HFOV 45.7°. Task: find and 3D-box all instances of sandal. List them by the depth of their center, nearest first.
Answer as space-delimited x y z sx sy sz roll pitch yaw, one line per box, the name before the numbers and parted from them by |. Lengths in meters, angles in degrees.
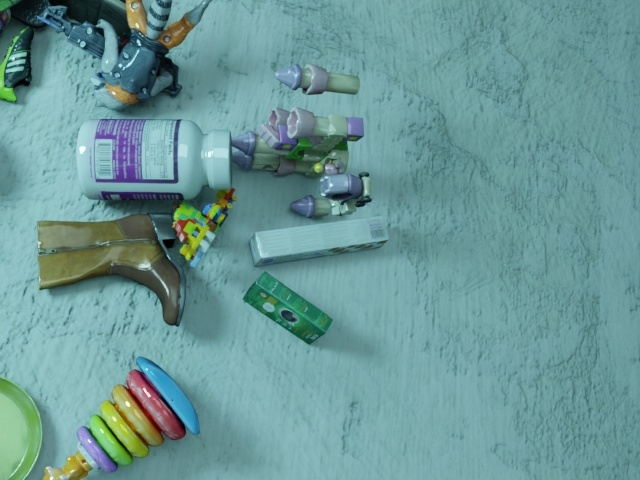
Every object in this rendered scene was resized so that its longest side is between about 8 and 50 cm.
sandal | -0.716 -0.552 1.685 0.254 0.054 0.097 35 83 -9

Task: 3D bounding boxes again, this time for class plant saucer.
plant saucer | -0.633 0.362 1.380 0.241 0.037 0.240 7 69 -19

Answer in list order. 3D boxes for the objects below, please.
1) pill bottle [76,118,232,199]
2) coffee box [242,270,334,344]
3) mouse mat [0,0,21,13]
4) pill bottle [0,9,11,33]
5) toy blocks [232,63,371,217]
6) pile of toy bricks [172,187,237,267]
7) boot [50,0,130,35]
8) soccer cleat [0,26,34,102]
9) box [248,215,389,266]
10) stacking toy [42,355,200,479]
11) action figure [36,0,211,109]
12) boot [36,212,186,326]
pill bottle | -0.336 -0.168 1.579 0.302 0.169 0.169 0 70 -4
coffee box | -0.071 0.147 1.634 0.184 0.113 0.040 35 59 -4
mouse mat | -0.691 -0.538 1.588 0.152 0.007 0.190 43 66 9
pill bottle | -0.744 -0.432 1.596 0.108 0.108 0.193 25 64 -11
toy blocks | -0.071 -0.199 1.669 0.260 0.288 0.308 2 73 -24
pile of toy bricks | -0.265 -0.044 1.606 0.105 0.118 0.212 33 39 -8
boot | -0.539 -0.661 1.749 0.378 0.138 0.284 26 63 -2
soccer cleat | -0.652 -0.379 1.645 0.072 0.060 0.178 26 70 -21
box | 0.000 0.000 1.742 0.324 0.063 0.067 -9 73 -24
stacking toy | -0.388 0.371 1.421 0.302 0.166 0.175 -39 99 -17
action figure | -0.420 -0.432 1.620 0.341 0.330 0.178 18 22 -26
boot | -0.423 0.066 1.539 0.281 0.096 0.264 -7 73 -22
